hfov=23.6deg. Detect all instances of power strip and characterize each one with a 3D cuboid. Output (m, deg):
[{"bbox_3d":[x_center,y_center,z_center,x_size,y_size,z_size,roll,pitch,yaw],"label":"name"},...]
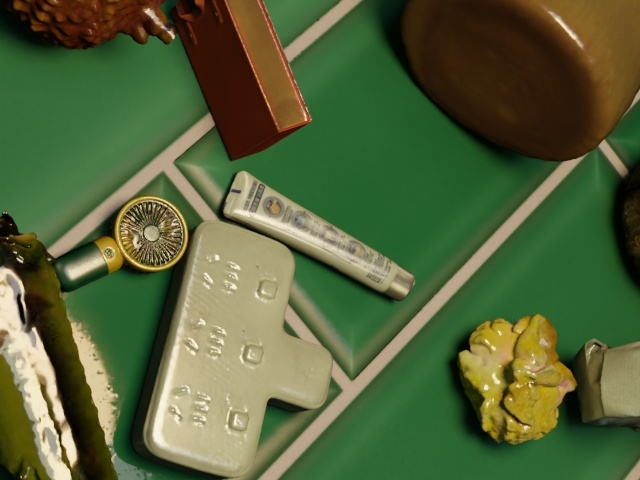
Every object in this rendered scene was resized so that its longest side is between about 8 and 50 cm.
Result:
[{"bbox_3d":[-0.081,0.126,1.637,0.194,0.059,0.265,20,69,-23],"label":"power strip"}]

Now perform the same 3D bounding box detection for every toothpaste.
[{"bbox_3d":[0.000,0.000,1.721,0.239,0.039,0.062,29,62,-18],"label":"toothpaste"}]

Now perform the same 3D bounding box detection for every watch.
[{"bbox_3d":[0.423,0.169,1.811,0.241,0.253,0.161,-9,78,13],"label":"watch"}]

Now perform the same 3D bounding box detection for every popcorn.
[{"bbox_3d":[0.226,0.160,1.764,0.126,0.126,0.145,37,44,-44],"label":"popcorn"}]

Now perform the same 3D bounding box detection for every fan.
[{"bbox_3d":[-0.214,0.009,1.605,0.155,0.039,0.082,-25,92,-29],"label":"fan"}]

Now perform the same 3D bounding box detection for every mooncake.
[{"bbox_3d":[0.241,-0.235,1.763,0.284,0.284,0.155,44,64,-12],"label":"mooncake"}]

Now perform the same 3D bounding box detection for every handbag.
[{"bbox_3d":[-0.089,-0.194,1.667,0.063,0.127,0.190,-22,88,-30],"label":"handbag"}]

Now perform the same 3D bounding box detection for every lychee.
[{"bbox_3d":[-0.238,-0.289,1.577,0.238,0.200,0.200,44,62,1],"label":"lychee"}]

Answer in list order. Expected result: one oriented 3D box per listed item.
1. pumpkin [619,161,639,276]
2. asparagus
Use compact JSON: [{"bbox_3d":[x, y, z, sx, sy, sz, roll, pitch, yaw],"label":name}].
[{"bbox_3d":[0.491,-0.020,1.918,0.238,0.159,0.238,8,70,-24],"label":"pumpkin"},{"bbox_3d":[-0.278,0.158,1.495,0.128,0.108,0.382,-16,86,-62],"label":"asparagus"}]
